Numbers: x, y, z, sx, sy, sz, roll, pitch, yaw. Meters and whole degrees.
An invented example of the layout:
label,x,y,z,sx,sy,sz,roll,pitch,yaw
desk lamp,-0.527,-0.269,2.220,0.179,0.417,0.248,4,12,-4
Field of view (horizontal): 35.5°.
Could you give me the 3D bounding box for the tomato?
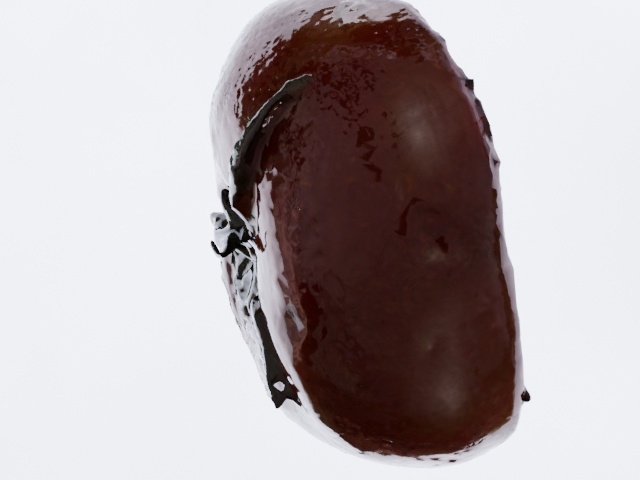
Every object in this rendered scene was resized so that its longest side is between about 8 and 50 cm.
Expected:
label,x,y,z,sx,sy,sz,roll,pitch,yaw
tomato,-0.002,0.003,0.459,0.101,0.228,0.228,-19,-99,-15
